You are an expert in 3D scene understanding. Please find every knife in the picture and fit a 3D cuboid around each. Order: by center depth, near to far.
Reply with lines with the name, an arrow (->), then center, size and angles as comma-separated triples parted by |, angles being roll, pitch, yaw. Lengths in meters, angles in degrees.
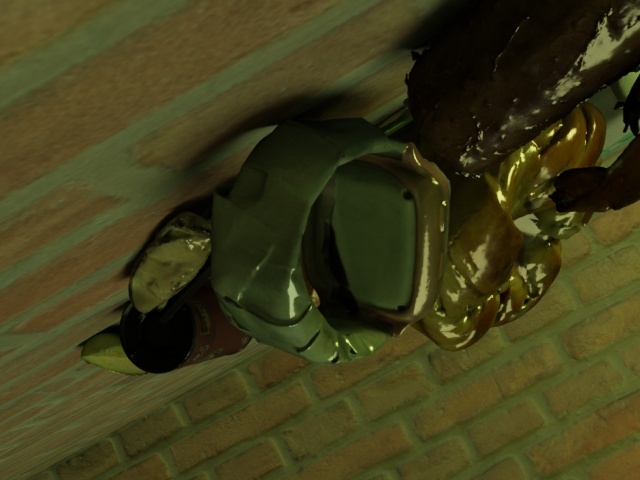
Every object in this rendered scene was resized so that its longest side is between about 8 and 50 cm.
knife -> 0.085, -0.125, 0.860 | 0.184, 0.026, 0.022 | -28, 168, 21

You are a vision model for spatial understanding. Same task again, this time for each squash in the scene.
squash -> -0.284, 0.174, 1.239 | 0.090, 0.075, 0.200 | -23, 172, 14

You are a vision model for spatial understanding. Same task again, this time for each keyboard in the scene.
keyboard -> -0.114, 0.010, 0.912 | 0.310, 0.018, 0.100 | -41, -165, 53

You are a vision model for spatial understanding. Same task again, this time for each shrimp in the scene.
shrimp -> 0.248, -0.128, 0.684 | 0.222, 0.054, 0.290 | -63, -159, 9

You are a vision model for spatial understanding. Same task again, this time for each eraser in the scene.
eraser -> 0.495, -0.214, 1.342 | 0.189, 0.104, 0.290 | -29, 172, -18

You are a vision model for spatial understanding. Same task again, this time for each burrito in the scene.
burrito -> -0.162, 0.026, 0.867 | 0.063, 0.058, 0.229 | -27, 174, -37

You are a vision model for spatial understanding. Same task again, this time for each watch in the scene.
watch -> 0.007, 0.009, 0.743 | 0.162, 0.253, 0.241 | 14, -150, 28

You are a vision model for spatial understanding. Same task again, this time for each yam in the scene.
yam -> 0.187, -0.171, 0.618 | 0.131, 0.131, 0.280 | -19, 165, -45

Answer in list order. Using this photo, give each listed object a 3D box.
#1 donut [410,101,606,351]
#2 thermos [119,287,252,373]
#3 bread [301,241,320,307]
donut -> 0.214, -0.027, 0.988 | 0.360, 0.170, 0.360 | -33, 142, -31
thermos -> -0.179, 0.136, 1.200 | 0.136, 0.110, 0.330 | -56, 166, 7
bread -> -0.007, -0.009, 1.065 | 0.184, 0.224, 0.211 | -7, 116, -50
